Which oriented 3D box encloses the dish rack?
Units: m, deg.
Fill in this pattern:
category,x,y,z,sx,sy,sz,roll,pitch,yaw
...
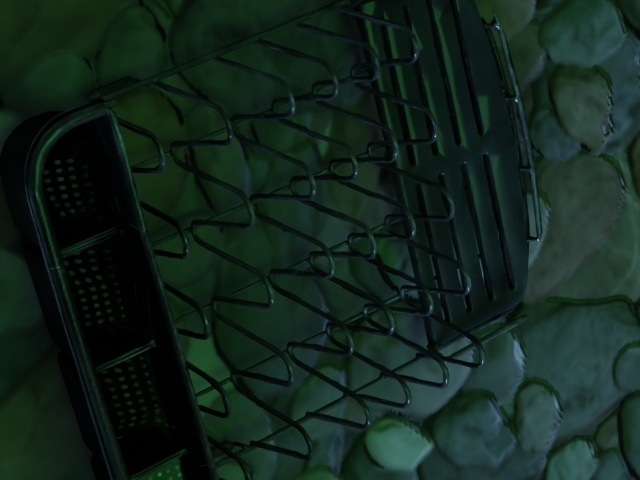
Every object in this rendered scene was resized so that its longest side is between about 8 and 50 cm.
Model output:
category,x,y,z,sx,sy,sz,roll,pitch,yaw
dish rack,0.000,0.000,0.706,0.271,0.074,0.208,-26,115,-29
